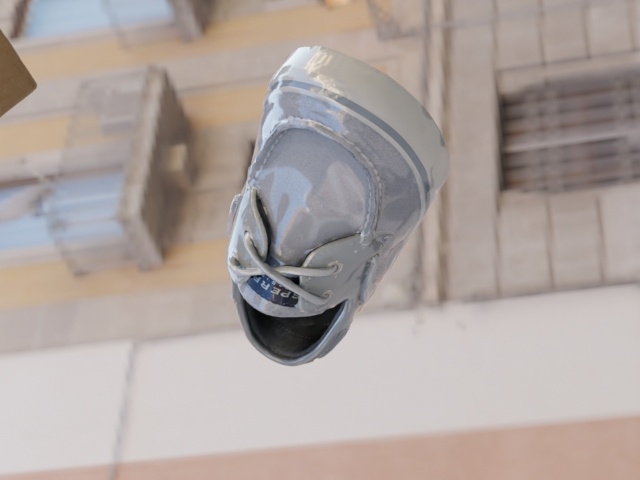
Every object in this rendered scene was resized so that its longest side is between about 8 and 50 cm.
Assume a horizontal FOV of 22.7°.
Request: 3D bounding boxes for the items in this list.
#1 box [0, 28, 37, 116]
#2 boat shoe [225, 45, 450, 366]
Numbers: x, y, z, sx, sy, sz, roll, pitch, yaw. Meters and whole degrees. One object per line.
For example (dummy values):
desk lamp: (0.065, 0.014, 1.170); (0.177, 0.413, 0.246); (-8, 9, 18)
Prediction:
box: (-0.338, -0.155, 1.249); (0.164, 0.021, 0.201); (-42, -62, -22)
boat shoe: (-0.001, 0.000, 0.684); (0.081, 0.079, 0.227); (-60, -8, -21)
